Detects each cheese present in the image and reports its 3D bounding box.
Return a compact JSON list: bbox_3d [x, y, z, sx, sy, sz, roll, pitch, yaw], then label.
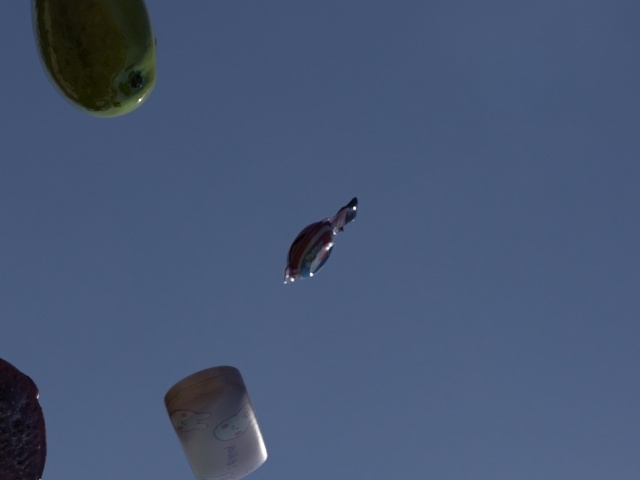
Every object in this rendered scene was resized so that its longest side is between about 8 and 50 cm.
[{"bbox_3d":[0.000,0.000,1.943,0.038,0.145,0.095,34,-32,17],"label":"cheese"}]

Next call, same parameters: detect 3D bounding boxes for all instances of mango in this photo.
[{"bbox_3d":[-0.298,-0.290,2.014,0.185,0.149,0.273,139,-64,-72],"label":"mango"}]

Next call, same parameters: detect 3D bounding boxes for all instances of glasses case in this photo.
[{"bbox_3d":[-0.142,0.260,2.159,0.297,0.113,0.075,78,-13,-60],"label":"glasses case"}]

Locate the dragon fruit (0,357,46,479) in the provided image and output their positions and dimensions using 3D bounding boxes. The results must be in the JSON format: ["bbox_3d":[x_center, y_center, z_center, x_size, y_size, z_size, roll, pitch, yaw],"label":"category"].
[{"bbox_3d":[-0.593,0.317,2.246,0.249,0.386,0.371,9,-44,39],"label":"dragon fruit"}]
